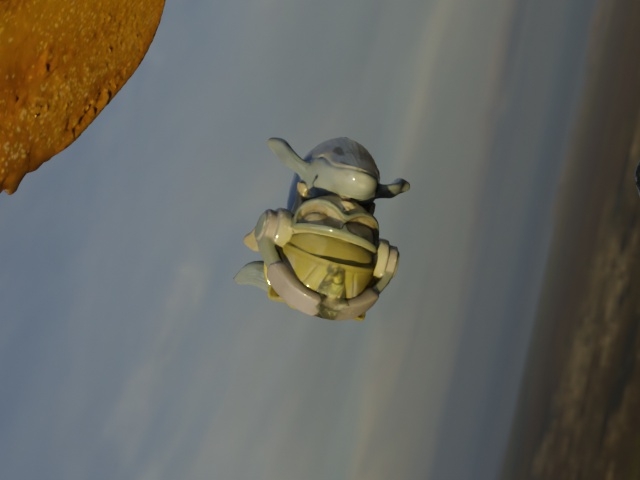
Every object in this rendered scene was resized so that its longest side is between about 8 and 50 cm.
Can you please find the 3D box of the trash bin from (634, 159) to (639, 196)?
[{"bbox_3d":[0.348,0.008,1.290,0.175,0.176,0.161,-70,-23,-51],"label":"trash bin"}]

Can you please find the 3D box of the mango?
[{"bbox_3d":[-0.249,-0.114,0.993,0.350,0.199,0.201,-37,-10,-29],"label":"mango"}]

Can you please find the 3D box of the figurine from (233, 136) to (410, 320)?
[{"bbox_3d":[0.000,0.000,1.299,0.208,0.128,0.183,117,165,-50],"label":"figurine"}]
